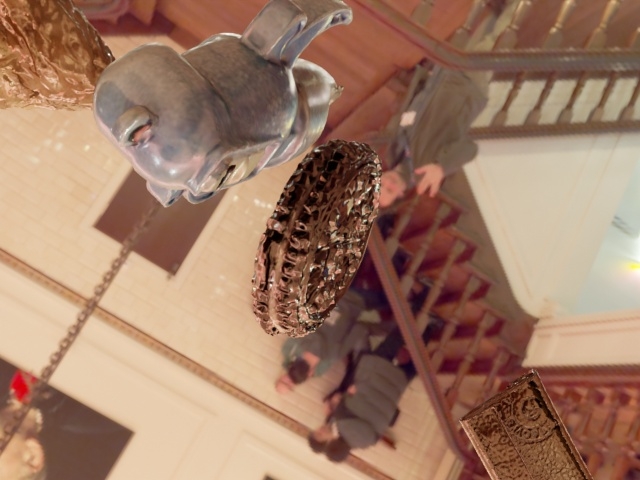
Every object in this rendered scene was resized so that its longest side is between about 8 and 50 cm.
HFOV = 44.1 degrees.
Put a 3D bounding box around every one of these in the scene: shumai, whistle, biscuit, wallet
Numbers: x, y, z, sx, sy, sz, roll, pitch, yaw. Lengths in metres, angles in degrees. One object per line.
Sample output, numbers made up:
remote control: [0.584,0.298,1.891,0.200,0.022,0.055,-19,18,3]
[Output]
shumai: [-0.284,-0.172,0.703,0.209,0.153,0.161,45,161,18]
whistle: [-0.053,-0.087,0.522,0.093,0.180,0.269,42,-157,5]
biscuit: [0.000,0.000,0.712,0.053,0.194,0.194,21,161,17]
wallet: [0.303,0.316,1.097,0.243,0.133,0.039,61,171,-6]
